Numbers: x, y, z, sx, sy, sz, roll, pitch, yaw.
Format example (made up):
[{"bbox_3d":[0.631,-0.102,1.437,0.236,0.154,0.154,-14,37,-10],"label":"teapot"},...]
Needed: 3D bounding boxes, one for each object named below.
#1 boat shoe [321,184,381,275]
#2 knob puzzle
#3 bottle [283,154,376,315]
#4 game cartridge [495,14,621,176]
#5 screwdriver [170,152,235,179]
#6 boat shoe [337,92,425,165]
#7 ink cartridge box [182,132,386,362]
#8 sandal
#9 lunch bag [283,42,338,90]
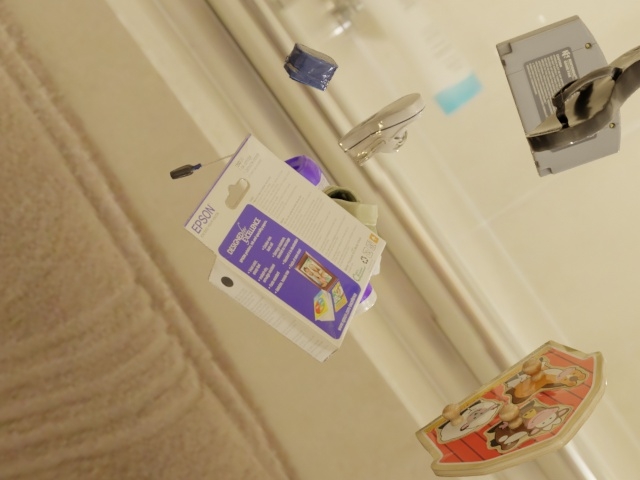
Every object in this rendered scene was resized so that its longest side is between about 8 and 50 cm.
[{"bbox_3d":[0.026,-0.025,1.448,0.302,0.109,0.094,-145,-115,-72],"label":"boat shoe"},{"bbox_3d":[0.179,0.152,1.005,0.213,0.030,0.213,-30,-170,6],"label":"knob puzzle"},{"bbox_3d":[0.000,0.000,1.780,0.118,0.282,0.092,-23,-153,15],"label":"bottle"},{"bbox_3d":[0.490,-0.291,2.194,0.198,0.297,0.062,-20,-159,6],"label":"game cartridge"},{"bbox_3d":[-0.242,-0.167,2.334,0.170,0.025,0.024,-22,-142,6],"label":"screwdriver"},{"bbox_3d":[0.140,-0.223,2.283,0.267,0.088,0.096,-27,-163,49],"label":"boat shoe"},{"bbox_3d":[-0.040,0.003,1.199,0.045,0.208,0.206,-45,-170,37],"label":"ink cartridge box"},{"bbox_3d":[0.315,-0.176,1.272,0.254,0.054,0.097,-40,-163,-34],"label":"sandal"},{"bbox_3d":[-0.024,-0.329,2.086,0.065,0.098,0.067,-62,-155,20],"label":"lunch bag"}]
